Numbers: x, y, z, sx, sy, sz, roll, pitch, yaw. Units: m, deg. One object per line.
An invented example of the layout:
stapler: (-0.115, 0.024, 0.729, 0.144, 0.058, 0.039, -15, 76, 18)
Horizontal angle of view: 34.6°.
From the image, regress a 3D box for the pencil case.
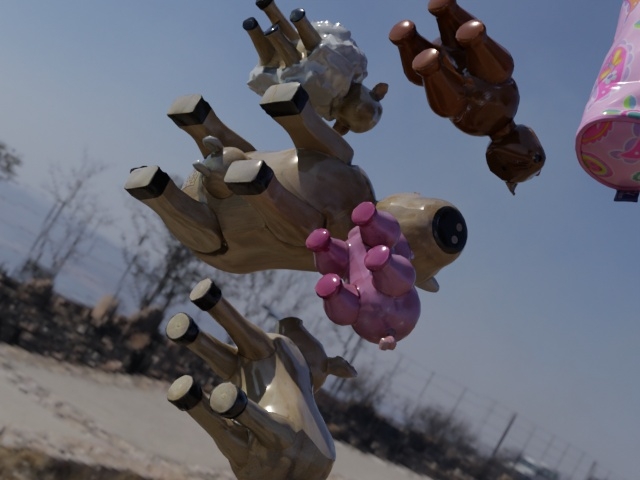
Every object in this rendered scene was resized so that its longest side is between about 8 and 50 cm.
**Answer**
pencil case: (0.362, -0.182, 1.111, 0.124, 0.284, 0.124, 18, -33, 12)

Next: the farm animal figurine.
farm animal figurine: (0.000, 0.000, 0.710, 0.327, 0.330, 0.172, 22, -21, 48)
